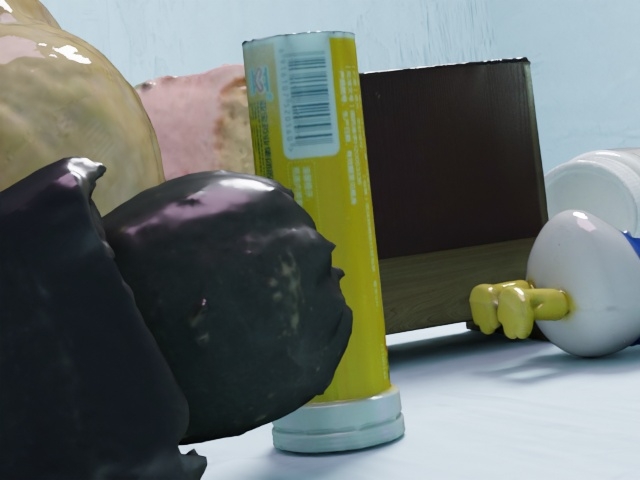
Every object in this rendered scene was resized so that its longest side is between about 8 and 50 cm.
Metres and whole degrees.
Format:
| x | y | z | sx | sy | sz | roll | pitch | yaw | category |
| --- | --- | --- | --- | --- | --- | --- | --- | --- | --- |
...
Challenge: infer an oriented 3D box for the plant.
| x | y | z | sx | sy | sz | roll | pitch | yaw | category |
| --- | --- | --- | --- | --- | --- | --- | --- | --- | --- |
| -0.108 | 0.053 | 0.518 | 0.256 | 0.164 | 0.142 | -23 | 4 | -15 | plant |

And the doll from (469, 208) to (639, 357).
| x | y | z | sx | sy | sz | roll | pitch | yaw | category |
| --- | --- | --- | --- | --- | --- | --- | --- | --- | --- |
| 0.248 | 0.020 | 0.851 | 0.293 | 0.119 | 0.138 | -14 | 13 | -21 | doll |

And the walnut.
| x | y | z | sx | sy | sz | roll | pitch | yaw | category |
| --- | --- | --- | --- | --- | --- | --- | --- | --- | --- |
| -0.312 | -0.052 | 1.082 | 0.381 | 0.381 | 0.381 | -7 | 3 | 0 | walnut |

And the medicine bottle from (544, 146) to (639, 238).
| x | y | z | sx | sy | sz | roll | pitch | yaw | category |
| --- | --- | --- | --- | --- | --- | --- | --- | --- | --- |
| 0.341 | -0.038 | 1.411 | 0.144 | 0.144 | 0.252 | -5 | 0 | 31 | medicine bottle |

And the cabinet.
| x | y | z | sx | sy | sz | roll | pitch | yaw | category |
| --- | --- | --- | --- | --- | --- | --- | --- | --- | --- |
| 0.064 | -0.018 | 0.939 | 0.175 | 0.215 | 0.148 | -9 | 2 | -22 | cabinet |

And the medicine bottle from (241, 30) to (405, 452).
| x | y | z | sx | sy | sz | roll | pitch | yaw | category |
| --- | --- | --- | --- | --- | --- | --- | --- | --- | --- |
| 0.000 | 0.000 | 0.649 | 0.074 | 0.218 | 0.074 | -5 | 3 | 0 | medicine bottle |

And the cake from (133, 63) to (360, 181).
| x | y | z | sx | sy | sz | roll | pitch | yaw | category |
| --- | --- | --- | --- | --- | --- | --- | --- | --- | --- |
| -0.072 | -0.064 | 1.474 | 0.307 | 0.293 | 0.314 | -4 | -3 | 3 | cake |
